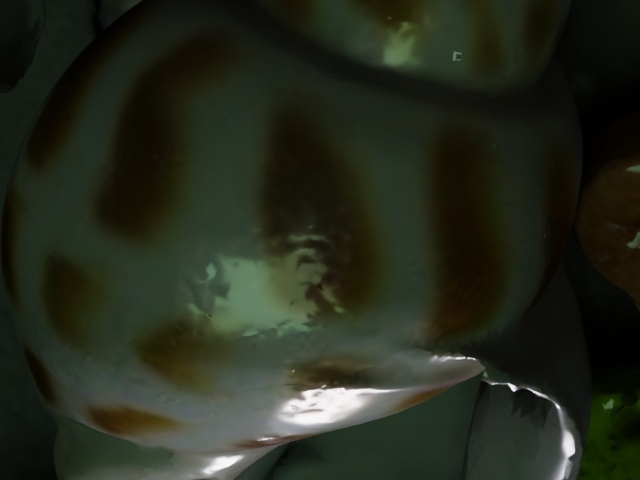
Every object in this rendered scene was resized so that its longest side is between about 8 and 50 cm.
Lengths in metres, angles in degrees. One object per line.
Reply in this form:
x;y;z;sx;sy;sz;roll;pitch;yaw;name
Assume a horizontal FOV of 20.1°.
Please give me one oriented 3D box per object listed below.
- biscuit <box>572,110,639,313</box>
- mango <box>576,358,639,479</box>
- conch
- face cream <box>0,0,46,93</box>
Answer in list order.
0.241;-0.020;0.489;0.334;0.047;0.202;13;134;8;biscuit
0.086;0.104;0.623;0.178;0.100;0.119;-13;82;35;mango
0.000;-0.001;0.525;0.182;0.149;0.275;15;139;-19;conch
-0.244;-0.101;0.535;0.348;0.105;0.105;14;133;15;face cream
